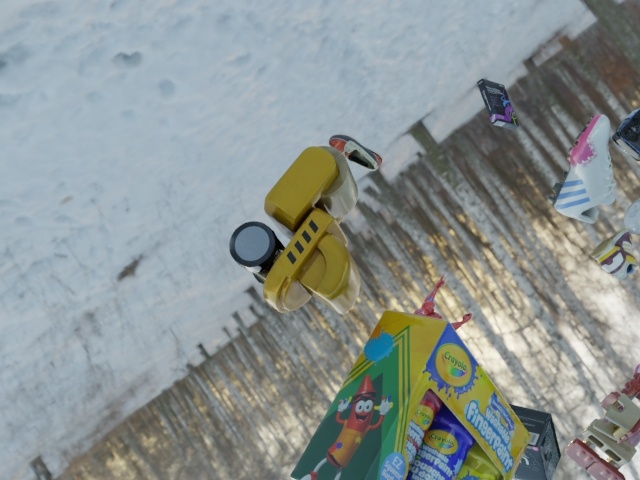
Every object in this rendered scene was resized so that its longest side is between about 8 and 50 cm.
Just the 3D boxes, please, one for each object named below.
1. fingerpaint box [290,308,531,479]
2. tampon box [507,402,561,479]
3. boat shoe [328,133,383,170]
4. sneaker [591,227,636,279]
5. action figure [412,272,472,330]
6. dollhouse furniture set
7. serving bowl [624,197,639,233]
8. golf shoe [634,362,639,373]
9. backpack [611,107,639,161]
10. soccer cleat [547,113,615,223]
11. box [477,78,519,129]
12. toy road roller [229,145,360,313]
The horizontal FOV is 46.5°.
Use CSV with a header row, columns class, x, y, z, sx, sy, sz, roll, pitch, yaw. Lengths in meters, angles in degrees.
class,x,y,z,sx,sy,sz,roll,pitch,yaw
fingerpaint box,0.202,0.415,1.440,0.163,0.445,0.371,7,-125,45
tampon box,0.485,0.484,1.756,0.120,0.161,0.101,6,-137,36
boat shoe,0.076,-0.200,1.699,0.043,0.137,0.049,-51,165,-45
sneaker,0.640,0.034,1.599,0.069,0.084,0.185,-42,169,37
action figure,0.283,0.187,1.652,0.139,0.091,0.280,-47,143,-13
dollhouse furniture set,0.778,0.472,1.878,0.201,0.152,0.374,-43,159,-21
serving bowl,0.640,-0.055,1.494,0.083,0.027,0.083,-55,-166,20
golf shoe,0.894,0.343,1.752,0.306,0.115,0.140,-7,-137,38
backpack,0.780,-0.264,1.818,0.114,0.105,0.084,-51,179,-5
soccer cleat,0.659,-0.166,1.786,0.116,0.143,0.331,-49,159,-26
box,0.566,-0.434,2.368,0.116,0.162,0.029,4,152,-40
toy road roller,0.000,0.000,1.503,0.329,0.240,0.202,-54,159,-8
